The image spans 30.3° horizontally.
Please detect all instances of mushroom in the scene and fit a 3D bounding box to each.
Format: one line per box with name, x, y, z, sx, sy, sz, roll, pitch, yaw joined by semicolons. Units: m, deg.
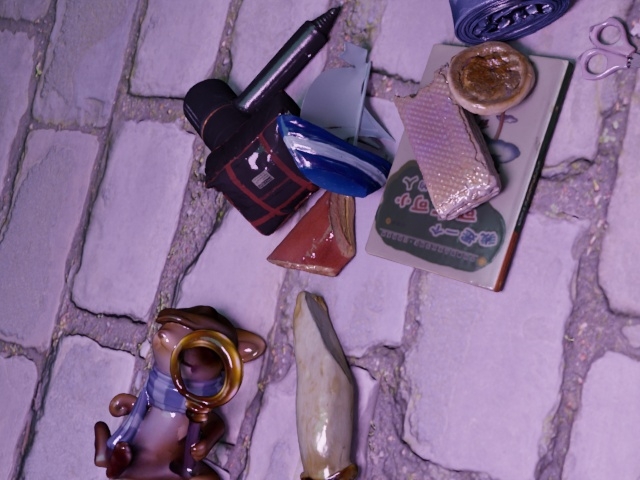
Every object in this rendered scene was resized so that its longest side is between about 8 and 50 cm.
mushroom;0.005;0.239;1.914;0.107;0.087;0.333;-17;65;35

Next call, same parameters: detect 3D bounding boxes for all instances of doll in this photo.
doll;-0.256;0.273;2.031;0.317;0.209;0.340;22;89;37

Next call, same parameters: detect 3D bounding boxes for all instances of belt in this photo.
belt;0.293;-0.368;1.816;0.190;0.141;0.082;-18;68;25

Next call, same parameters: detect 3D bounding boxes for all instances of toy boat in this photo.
toy boat;0.056;-0.192;1.962;0.070;0.210;0.292;-36;12;50

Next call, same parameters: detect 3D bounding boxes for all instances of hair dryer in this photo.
hair dryer;-0.093;-0.304;2.155;0.352;0.107;0.189;-47;51;9

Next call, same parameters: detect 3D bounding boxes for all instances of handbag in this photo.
handbag;-0.077;-0.128;2.027;0.215;0.169;0.155;-39;30;26

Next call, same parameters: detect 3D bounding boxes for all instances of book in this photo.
book;0.229;-0.125;1.864;0.260;0.043;0.371;16;87;41

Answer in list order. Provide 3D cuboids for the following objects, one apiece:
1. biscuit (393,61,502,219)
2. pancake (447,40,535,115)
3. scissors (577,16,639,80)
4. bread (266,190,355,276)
biscuit;0.199;-0.154;1.834;0.108;0.062;0.239;-31;60;24
pancake;0.262;-0.253;1.813;0.139;0.022;0.140;-6;58;10
scissors;0.465;-0.265;1.733;0.189;0.015;0.100;28;97;38
bread;-0.001;0.000;1.995;0.192;0.067;0.119;-51;52;16
